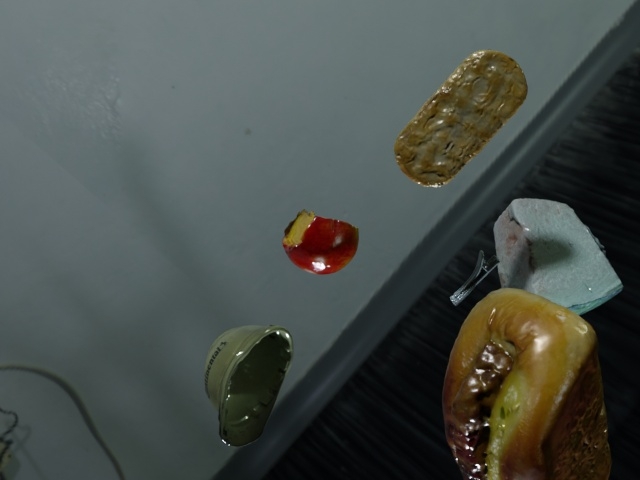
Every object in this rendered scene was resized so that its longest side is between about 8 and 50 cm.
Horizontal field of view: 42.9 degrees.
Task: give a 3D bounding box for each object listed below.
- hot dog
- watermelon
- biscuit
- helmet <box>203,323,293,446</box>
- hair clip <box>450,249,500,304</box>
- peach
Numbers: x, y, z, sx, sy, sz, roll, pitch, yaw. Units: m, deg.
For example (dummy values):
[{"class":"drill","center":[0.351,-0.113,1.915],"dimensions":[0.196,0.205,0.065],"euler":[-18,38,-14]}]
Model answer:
[{"class":"hot dog","center":[0.291,0.273,1.179],"dimensions":[0.223,0.185,0.405],"euler":[-44,134,-25]},{"class":"watermelon","center":[0.442,0.031,1.618],"dimensions":[0.228,0.387,0.259],"euler":[-21,98,14]},{"class":"biscuit","center":[0.222,-0.193,1.300],"dimensions":[0.247,0.118,0.029],"euler":[-48,175,12]},{"class":"helmet","center":[-0.175,0.276,1.673],"dimensions":[0.204,0.137,0.258],"euler":[31,80,-57]},{"class":"hair clip","center":[0.274,0.067,1.486],"dimensions":[0.039,0.030,0.115],"euler":[36,101,-12]},{"class":"peach","center":[0.005,0.006,1.460],"dimensions":[0.151,0.119,0.151],"euler":[-4,140,-4]}]
